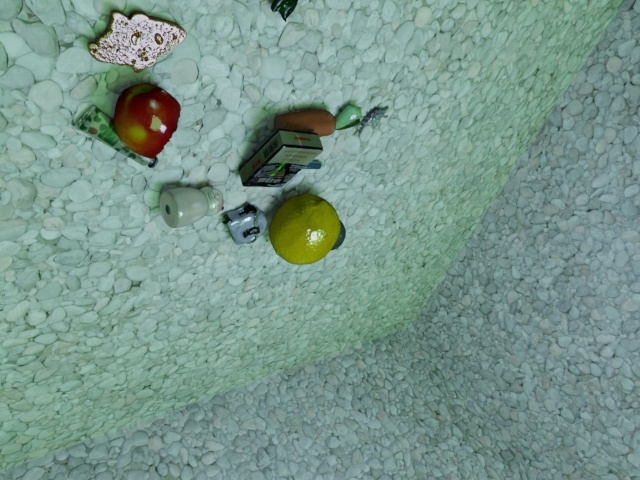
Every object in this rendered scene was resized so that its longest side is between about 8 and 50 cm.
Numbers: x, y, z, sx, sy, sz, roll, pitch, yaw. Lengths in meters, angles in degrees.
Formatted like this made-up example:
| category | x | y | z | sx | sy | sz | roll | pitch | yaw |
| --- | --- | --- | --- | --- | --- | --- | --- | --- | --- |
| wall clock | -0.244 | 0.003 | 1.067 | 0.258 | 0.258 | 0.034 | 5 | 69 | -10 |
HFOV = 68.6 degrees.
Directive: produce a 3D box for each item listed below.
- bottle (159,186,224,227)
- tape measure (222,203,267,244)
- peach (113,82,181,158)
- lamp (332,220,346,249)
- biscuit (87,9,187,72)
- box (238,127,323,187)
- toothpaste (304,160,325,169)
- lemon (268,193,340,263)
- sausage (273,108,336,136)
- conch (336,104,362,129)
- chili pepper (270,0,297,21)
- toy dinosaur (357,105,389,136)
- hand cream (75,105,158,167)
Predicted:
| category | x | y | z | sx | sy | sz | roll | pitch | yaw |
| --- | --- | --- | --- | --- | --- | --- | --- | --- | --- |
| bottle | -0.480 | -0.140 | 1.802 | 0.236 | 0.147 | 0.147 | -17 | 141 | -40 |
| tape measure | -0.321 | -0.068 | 2.061 | 0.178 | 0.105 | 0.196 | -32 | 145 | -10 |
| peach | -0.526 | -0.363 | 1.451 | 0.196 | 0.190 | 0.226 | -43 | 149 | -38 |
| lamp | -0.006 | -0.018 | 2.404 | 0.182 | 0.182 | 0.314 | -2 | 164 | -42 |
| biscuit | -0.520 | -0.573 | 1.339 | 0.280 | 0.043 | 0.183 | -27 | 149 | -24 |
| box | -0.160 | -0.313 | 1.829 | 0.198 | 0.084 | 0.310 | -5 | 160 | -42 |
| toothpaste | -0.062 | -0.332 | 2.055 | 0.197 | 0.035 | 0.057 | -4 | 128 | -36 |
| lemon | -0.072 | -0.050 | 2.142 | 0.336 | 0.336 | 0.336 | -25 | 144 | -20 |
| sausage | -0.051 | -0.457 | 1.851 | 0.259 | 0.113 | 0.113 | -17 | 141 | -29 |
| conch | 0.107 | -0.505 | 1.981 | 0.170 | 0.079 | 0.106 | -31 | 143 | 17 |
| chili pepper | -0.087 | -0.797 | 1.462 | 0.098 | 0.061 | 0.224 | -12 | 137 | -44 |
| toy dinosaur | 0.229 | -0.536 | 2.076 | 0.209 | 0.039 | 0.082 | -45 | 144 | -10 |
| hand cream | -0.643 | -0.320 | 1.513 | 0.095 | 0.059 | 0.276 | -45 | 141 | 6 |
